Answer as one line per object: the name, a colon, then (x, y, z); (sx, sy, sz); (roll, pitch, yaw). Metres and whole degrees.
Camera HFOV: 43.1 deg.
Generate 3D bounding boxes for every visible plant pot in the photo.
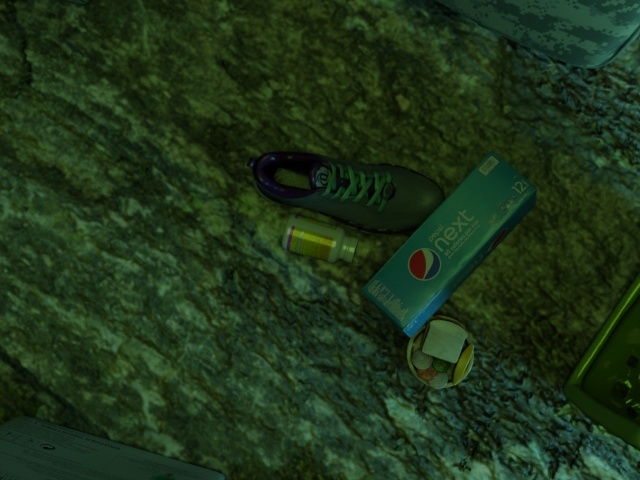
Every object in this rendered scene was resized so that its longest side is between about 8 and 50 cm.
plant pot: (0.415, 0.140, 0.811); (0.207, 0.227, 0.228); (35, 91, -2)

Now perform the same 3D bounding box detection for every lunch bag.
lunch bag: (0.236, -0.371, 0.843); (0.305, 0.212, 0.256); (24, 74, 4)

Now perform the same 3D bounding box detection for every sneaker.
sneaker: (0.028, -0.054, 0.898); (0.223, 0.098, 0.083); (8, 90, 4)

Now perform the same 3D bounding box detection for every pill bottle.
pill bottle: (0.000, 0.000, 0.927); (0.083, 0.043, 0.043); (17, 90, 5)

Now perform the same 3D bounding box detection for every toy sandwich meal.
toy sandwich meal: (0.138, 0.128, 0.922); (0.085, 0.029, 0.086); (0, 89, 4)

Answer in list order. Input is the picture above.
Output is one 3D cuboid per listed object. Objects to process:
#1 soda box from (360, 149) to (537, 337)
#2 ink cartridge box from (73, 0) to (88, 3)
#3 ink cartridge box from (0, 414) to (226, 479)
soda box: (0.143, 0.007, 0.893); (0.210, 0.071, 0.067); (-46, 72, -1)
ink cartridge box: (-0.307, -0.430, 0.876); (0.117, 0.201, 0.278); (13, 90, 4)
ink cartridge box: (-0.271, 0.308, 0.766); (0.269, 0.395, 0.151); (15, 90, 4)
